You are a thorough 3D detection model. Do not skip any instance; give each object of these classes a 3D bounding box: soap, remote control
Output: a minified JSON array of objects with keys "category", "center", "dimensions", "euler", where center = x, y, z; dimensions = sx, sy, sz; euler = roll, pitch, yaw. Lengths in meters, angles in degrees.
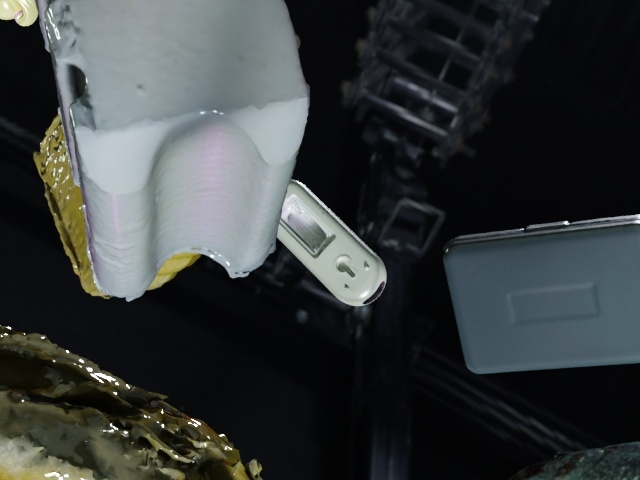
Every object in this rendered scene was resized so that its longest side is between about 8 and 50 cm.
[{"category":"soap","center":[-0.121,-0.123,0.848],"dimensions":[0.158,0.302,0.258],"euler":[-15,-106,-15]},{"category":"remote control","center":[0.000,0.000,1.589],"dimensions":[0.221,0.078,0.042],"euler":[45,-175,25]}]

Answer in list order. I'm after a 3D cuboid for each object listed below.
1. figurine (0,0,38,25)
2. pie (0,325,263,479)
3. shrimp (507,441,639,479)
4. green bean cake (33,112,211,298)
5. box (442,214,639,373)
[{"category":"figurine","center":[-0.434,-0.376,1.579],"dimensions":[0.083,0.187,0.083],"euler":[-13,-165,4]},{"category":"pie","center":[-0.107,0.103,0.391],"dimensions":[0.193,0.163,0.079],"euler":[23,-155,-13]},{"category":"shrimp","center":[0.232,0.243,0.937],"dimensions":[0.137,0.372,0.172],"euler":[53,-136,-15]},{"category":"green bean cake","center":[-0.207,-0.069,1.345],"dimensions":[0.131,0.229,0.224],"euler":[-5,-116,-48]},{"category":"box","center":[0.253,0.061,1.264],"dimensions":[0.230,0.160,0.050],"euler":[-7,-166,26]}]
